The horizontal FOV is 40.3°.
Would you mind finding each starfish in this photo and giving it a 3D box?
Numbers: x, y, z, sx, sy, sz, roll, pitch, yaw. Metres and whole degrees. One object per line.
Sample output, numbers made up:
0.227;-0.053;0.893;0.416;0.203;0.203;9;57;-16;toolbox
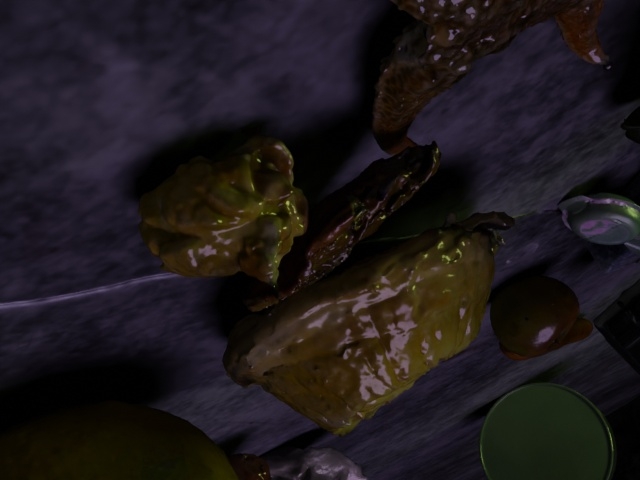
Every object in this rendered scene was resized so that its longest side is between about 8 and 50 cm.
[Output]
0.086;-0.107;0.376;0.138;0.050;0.247;-22;169;-7;starfish

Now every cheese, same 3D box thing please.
0.255;-0.012;0.741;0.121;0.026;0.067;21;152;-24;cheese

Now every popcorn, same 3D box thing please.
-0.039;-0.003;0.414;0.084;0.084;0.084;-23;158;-10;popcorn

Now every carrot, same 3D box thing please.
0.302;0.124;1.137;0.248;0.043;0.043;-2;147;-50;carrot

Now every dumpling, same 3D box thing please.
-0.037;0.311;1.093;0.188;0.108;0.127;-15;137;14;dumpling

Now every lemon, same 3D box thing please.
-0.154;0.210;0.591;0.260;0.204;0.204;-6;149;-48;lemon

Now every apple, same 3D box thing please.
0.219;0.076;0.887;0.090;0.074;0.089;-25;157;-11;apple

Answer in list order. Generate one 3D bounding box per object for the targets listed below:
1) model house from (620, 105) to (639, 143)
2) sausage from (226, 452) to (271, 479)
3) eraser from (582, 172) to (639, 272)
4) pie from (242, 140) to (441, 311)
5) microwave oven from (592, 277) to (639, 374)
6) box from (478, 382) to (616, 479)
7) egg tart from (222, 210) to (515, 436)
0.355;-0.076;0.500;0.294;0.154;0.207;-31;-169;10;model house
-0.169;0.327;0.993;0.327;0.079;0.087;-37;171;23;sausage
0.321;-0.049;0.766;0.092;0.046;0.212;-18;156;-23;eraser
0.000;0.000;0.474;0.170;0.034;0.092;-38;-174;46;pie
0.536;0.117;0.857;0.333;0.394;0.247;-30;161;-27;microwave oven
0.408;0.372;1.556;0.226;0.226;0.149;-32;158;11;box
0.040;0.066;0.608;0.232;0.098;0.252;-21;166;-38;egg tart
